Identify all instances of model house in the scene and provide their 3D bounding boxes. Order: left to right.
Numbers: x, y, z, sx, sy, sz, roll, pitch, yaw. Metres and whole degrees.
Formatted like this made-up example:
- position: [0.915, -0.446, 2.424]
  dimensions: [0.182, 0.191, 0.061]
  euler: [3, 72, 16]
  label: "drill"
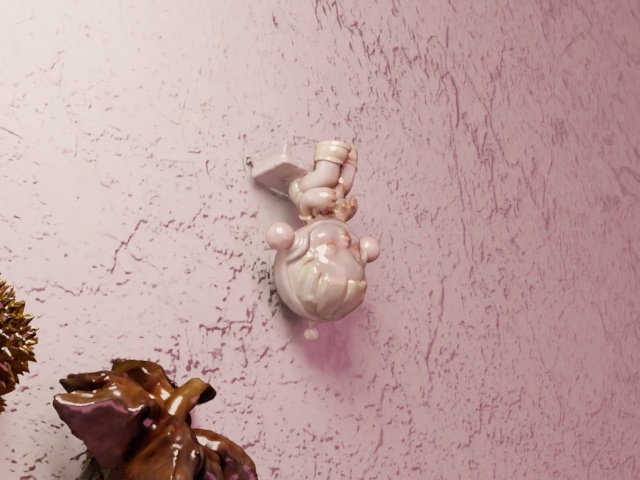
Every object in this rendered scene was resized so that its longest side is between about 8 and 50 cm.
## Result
- position: [-0.234, 0.256, 1.813]
  dimensions: [0.057, 0.058, 0.083]
  euler: [53, 41, -24]
  label: "model house"

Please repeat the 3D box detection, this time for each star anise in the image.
- position: [-0.169, 0.209, 1.778]
  dimensions: [0.292, 0.109, 0.349]
  euler: [53, 12, 29]
  label: "star anise"

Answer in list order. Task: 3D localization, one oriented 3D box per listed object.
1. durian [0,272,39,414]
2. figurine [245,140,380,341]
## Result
- position: [-0.377, 0.089, 1.643]
  dimensions: [0.250, 0.138, 0.183]
  euler: [56, 30, -30]
  label: "durian"
- position: [-0.011, 0.001, 2.162]
  dimensions: [0.182, 0.144, 0.257]
  euler: [44, 38, -63]
  label: "figurine"
